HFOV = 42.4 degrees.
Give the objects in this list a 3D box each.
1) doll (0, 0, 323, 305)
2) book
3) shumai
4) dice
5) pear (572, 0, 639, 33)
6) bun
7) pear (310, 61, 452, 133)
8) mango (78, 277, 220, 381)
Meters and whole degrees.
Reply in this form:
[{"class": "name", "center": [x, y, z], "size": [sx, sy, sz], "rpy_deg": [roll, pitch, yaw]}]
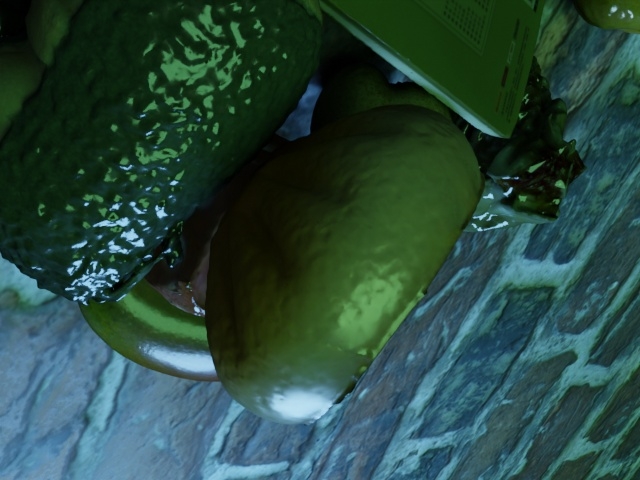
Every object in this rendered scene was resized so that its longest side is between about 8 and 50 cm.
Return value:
[{"class": "doll", "center": [-0.159, -0.121, 0.674], "size": [0.247, 0.247, 0.350], "rpy_deg": [25, 102, -46]}, {"class": "book", "center": [0.127, -0.280, 0.863], "size": [0.352, 0.035, 0.239], "rpy_deg": [24, 77, -42]}, {"class": "shumai", "center": [0.246, -0.101, 1.058], "size": [0.189, 0.218, 0.256], "rpy_deg": [11, 113, -36]}, {"class": "dice", "center": [-0.093, -0.027, 0.885], "size": [0.173, 0.179, 0.175], "rpy_deg": [11, 112, -42]}, {"class": "pear", "center": [0.391, -0.341, 1.016], "size": [0.178, 0.178, 0.178], "rpy_deg": [-21, 134, -23]}, {"class": "bun", "center": [0.000, 0.000, 0.700], "size": [0.299, 0.164, 0.299], "rpy_deg": [-53, -178, 3]}, {"class": "pear", "center": [0.072, -0.120, 0.939], "size": [0.167, 0.167, 0.137], "rpy_deg": [16, 91, -44]}, {"class": "mango", "center": [-0.156, 0.094, 0.973], "size": [0.289, 0.129, 0.146], "rpy_deg": [16, 145, -32]}]
